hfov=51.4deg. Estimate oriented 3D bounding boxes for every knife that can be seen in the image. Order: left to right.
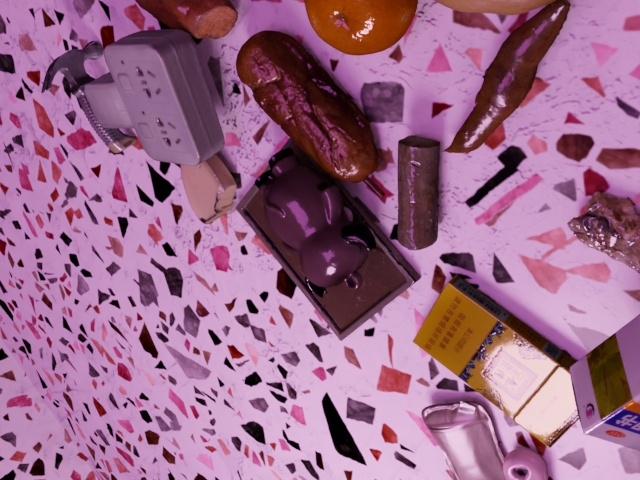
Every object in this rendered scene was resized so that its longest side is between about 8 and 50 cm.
[{"bbox_3d":[0.419,0.496,1.142,0.081,0.043,0.335,-27,101,31],"label":"knife"}]

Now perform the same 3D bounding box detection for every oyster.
[{"bbox_3d":[0.409,0.013,0.847,0.200,0.061,0.106,27,128,36],"label":"oyster"}]

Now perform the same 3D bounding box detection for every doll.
[{"bbox_3d":[-0.010,-0.025,1.116,0.257,0.117,0.182,49,136,9],"label":"doll"}]

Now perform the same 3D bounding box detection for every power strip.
[{"bbox_3d":[-0.300,-0.272,1.233,0.261,0.141,0.229,12,130,38],"label":"power strip"}]

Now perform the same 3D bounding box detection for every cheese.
[{"bbox_3d":[-0.246,-0.163,1.318,0.127,0.050,0.255,-25,89,45],"label":"cheese"}]

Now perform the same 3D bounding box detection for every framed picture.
[{"bbox_3d":[0.000,0.000,1.220,0.335,0.022,0.247,51,135,7],"label":"framed picture"}]

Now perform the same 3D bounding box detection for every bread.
[{"bbox_3d":[-0.012,-0.199,1.076,0.344,0.084,0.124,50,135,6],"label":"bread"}]

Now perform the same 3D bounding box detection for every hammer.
[{"bbox_3d":[-0.475,-0.287,1.394,0.041,0.159,0.226,-1,125,43],"label":"hammer"}]

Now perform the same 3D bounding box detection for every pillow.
[{"bbox_3d":[0.274,0.387,1.190,0.131,0.038,0.232,-22,100,33],"label":"pillow"}]

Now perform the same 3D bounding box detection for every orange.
[{"bbox_3d":[0.057,-0.335,0.905,0.159,0.136,0.159,20,141,17],"label":"orange"}]

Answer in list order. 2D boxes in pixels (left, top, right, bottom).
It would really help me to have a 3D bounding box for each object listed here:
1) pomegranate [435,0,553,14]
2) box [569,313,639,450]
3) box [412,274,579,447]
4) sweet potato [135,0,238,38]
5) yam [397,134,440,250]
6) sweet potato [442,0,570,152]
[{"bbox_3d":[0.175,-0.391,0.652,0.333,0.333,0.332,20,125,31],"label":"pomegranate"},{"bbox_3d":[0.474,0.145,0.777,0.200,0.106,0.299,19,135,-13],"label":"box"},{"bbox_3d":[0.293,0.192,1.069,0.279,0.041,0.153,38,131,19],"label":"box"},{"bbox_3d":[-0.251,-0.413,1.150,0.252,0.097,0.097,28,129,24],"label":"sweet potato"},{"bbox_3d":[0.150,-0.075,1.023,0.068,0.068,0.169,15,118,34],"label":"yam"},{"bbox_3d":[0.240,-0.201,0.877,0.067,0.067,0.273,43,136,13],"label":"sweet potato"}]
